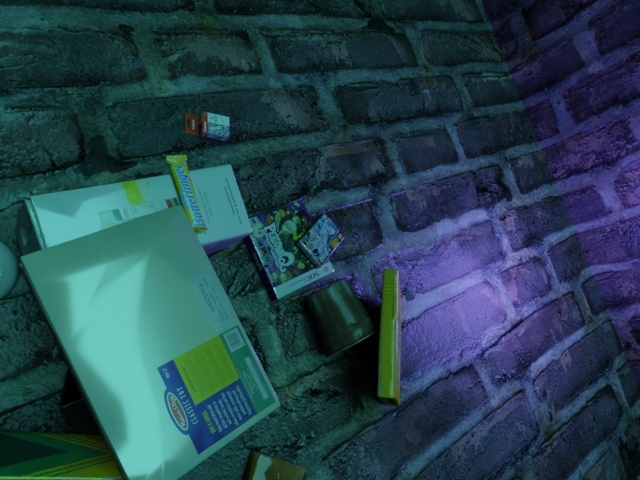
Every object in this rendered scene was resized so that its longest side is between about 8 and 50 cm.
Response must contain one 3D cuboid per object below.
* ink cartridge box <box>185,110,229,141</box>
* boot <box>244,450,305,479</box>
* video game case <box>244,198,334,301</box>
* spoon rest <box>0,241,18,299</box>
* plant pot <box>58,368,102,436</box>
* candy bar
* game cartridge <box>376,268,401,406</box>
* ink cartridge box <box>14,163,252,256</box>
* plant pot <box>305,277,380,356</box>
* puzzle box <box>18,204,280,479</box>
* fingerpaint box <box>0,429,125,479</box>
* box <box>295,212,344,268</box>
[{"bbox_3d":[-0.301,-0.308,1.325,0.115,0.029,0.062,6,72,-33],"label":"ink cartridge box"},{"bbox_3d":[-0.094,0.663,1.139,0.264,0.096,0.280,30,53,-14],"label":"boot"},{"bbox_3d":[-0.090,0.020,1.354,0.210,0.042,0.231,-23,88,-39],"label":"video game case"},{"bbox_3d":[-0.698,0.084,0.901,0.276,0.084,0.137,-30,113,-47],"label":"spoon rest"},{"bbox_3d":[-0.374,0.317,0.968,0.188,0.187,0.166,-18,104,-19],"label":"plant pot"},{"bbox_3d":[-0.253,-0.087,0.946,0.040,0.018,0.161,-14,83,-37],"label":"candy bar"},{"bbox_3d":[0.194,0.272,1.346,0.053,0.285,0.323,2,69,12],"label":"game cartridge"},{"bbox_3d":[-0.382,-0.013,1.022,0.385,0.279,0.160,-16,86,-36],"label":"ink cartridge box"},{"bbox_3d":[0.049,0.199,1.329,0.167,0.167,0.165,-22,79,-37],"label":"plant pot"},{"bbox_3d":[-0.267,0.166,0.820,0.272,0.052,0.408,-25,87,-39],"label":"puzzle box"},{"bbox_3d":[-0.498,0.532,0.755,0.372,0.163,0.444,16,88,-29],"label":"fingerpaint box"},{"bbox_3d":[0.000,0.000,1.382,0.094,0.027,0.137,50,50,-11],"label":"box"}]
